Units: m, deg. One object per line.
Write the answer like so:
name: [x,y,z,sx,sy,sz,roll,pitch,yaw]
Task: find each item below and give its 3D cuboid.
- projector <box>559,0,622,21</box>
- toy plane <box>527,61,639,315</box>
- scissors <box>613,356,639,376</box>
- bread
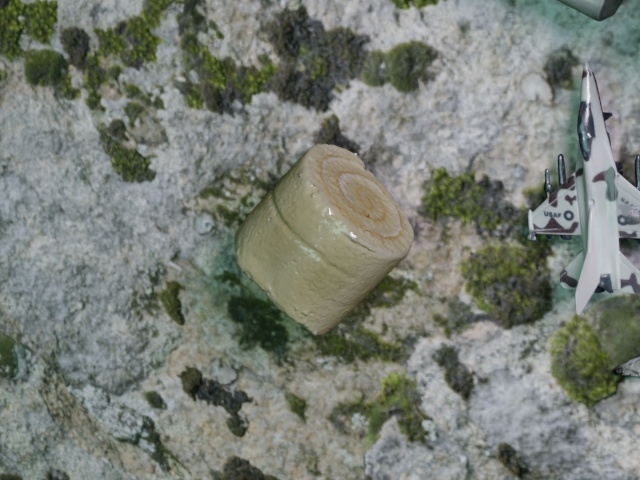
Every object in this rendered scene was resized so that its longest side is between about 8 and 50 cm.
projector: [0.223,-0.348,1.350,0.198,0.108,0.250,30,116,18]
toy plane: [0.264,-0.048,1.447,0.160,0.082,0.234,3,92,39]
scissors: [0.407,0.090,1.435,0.300,0.022,0.109,-18,93,32]
bread: [0.000,0.000,1.568,0.141,0.134,0.148,-48,67,31]
